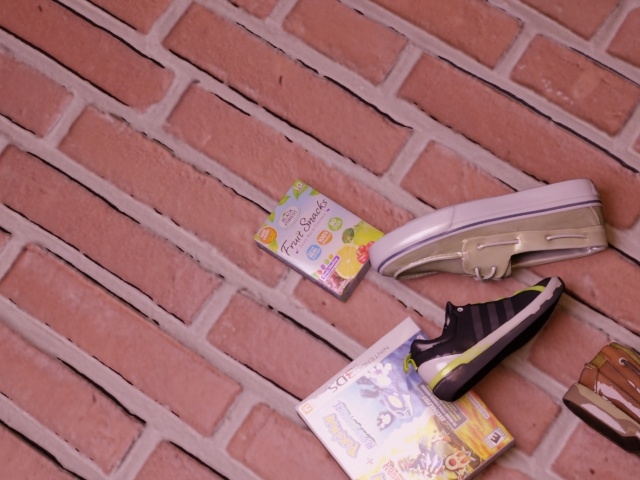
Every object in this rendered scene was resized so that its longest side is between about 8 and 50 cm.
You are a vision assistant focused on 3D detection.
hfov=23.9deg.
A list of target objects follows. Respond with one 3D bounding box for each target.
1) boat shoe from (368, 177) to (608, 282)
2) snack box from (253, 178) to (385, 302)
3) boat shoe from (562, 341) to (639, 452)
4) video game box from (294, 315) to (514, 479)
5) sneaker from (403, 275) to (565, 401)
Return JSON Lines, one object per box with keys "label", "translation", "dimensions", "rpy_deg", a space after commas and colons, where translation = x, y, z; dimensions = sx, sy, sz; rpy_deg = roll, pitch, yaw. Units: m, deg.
{"label": "boat shoe", "translation": [0.213, 0.002, 1.881], "dimensions": [0.302, 0.109, 0.094], "rpy_deg": [-16, 73, -1]}
{"label": "snack box", "translation": [0.000, 0.000, 1.944], "dimensions": [0.141, 0.037, 0.100], "rpy_deg": [33, 78, 16]}
{"label": "boat shoe", "translation": [0.437, 0.232, 1.773], "dimensions": [0.307, 0.110, 0.104], "rpy_deg": [36, 81, 16]}
{"label": "video game box", "translation": [0.102, 0.227, 1.852], "dimensions": [0.187, 0.048, 0.205], "rpy_deg": [-39, 71, -5]}
{"label": "sneaker", "translation": [0.198, 0.097, 1.838], "dimensions": [0.235, 0.084, 0.097], "rpy_deg": [-36, 70, -26]}
